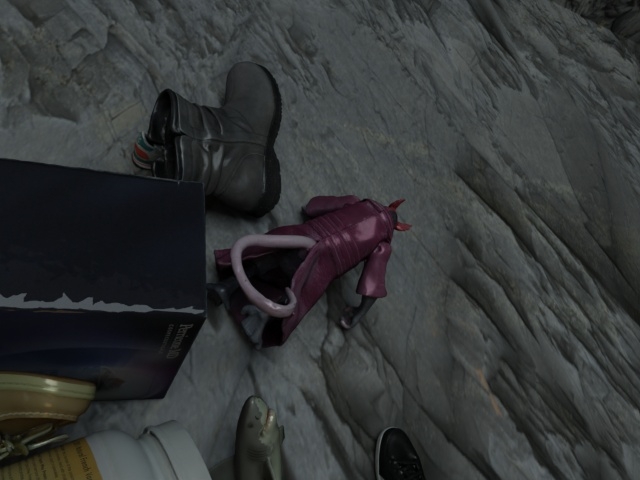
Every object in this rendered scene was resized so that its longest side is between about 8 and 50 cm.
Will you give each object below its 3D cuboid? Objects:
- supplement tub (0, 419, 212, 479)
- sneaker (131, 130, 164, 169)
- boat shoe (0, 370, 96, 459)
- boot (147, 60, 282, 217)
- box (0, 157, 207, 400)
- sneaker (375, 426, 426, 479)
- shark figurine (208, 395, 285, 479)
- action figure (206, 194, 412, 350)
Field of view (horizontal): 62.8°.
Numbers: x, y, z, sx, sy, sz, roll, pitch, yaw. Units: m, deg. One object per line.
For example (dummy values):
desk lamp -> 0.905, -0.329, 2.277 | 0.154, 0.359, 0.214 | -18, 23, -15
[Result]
supplement tub -> -0.265, 0.324, 0.502 | 0.316, 0.228, 0.228 | -14, 67, -32
sneaker -> -0.246, -0.165, 0.926 | 0.161, 0.075, 0.057 | -5, 62, -28
boat shoe -> -0.337, 0.197, 0.539 | 0.104, 0.285, 0.089 | 32, 45, -45
boot -> -0.180, -0.215, 0.909 | 0.222, 0.118, 0.338 | 18, 52, -44
box -> -0.304, 0.066, 0.606 | 0.293, 0.296, 0.183 | 4, 57, -23
sneaker -> 0.146, 0.367, 0.744 | 0.079, 0.121, 0.217 | 7, 57, -23
shark figurine -> -0.099, 0.343, 0.678 | 0.116, 0.166, 0.279 | -3, 77, 1
action figure -> 0.000, 0.000, 0.832 | 0.370, 0.276, 0.248 | -29, 68, -22
